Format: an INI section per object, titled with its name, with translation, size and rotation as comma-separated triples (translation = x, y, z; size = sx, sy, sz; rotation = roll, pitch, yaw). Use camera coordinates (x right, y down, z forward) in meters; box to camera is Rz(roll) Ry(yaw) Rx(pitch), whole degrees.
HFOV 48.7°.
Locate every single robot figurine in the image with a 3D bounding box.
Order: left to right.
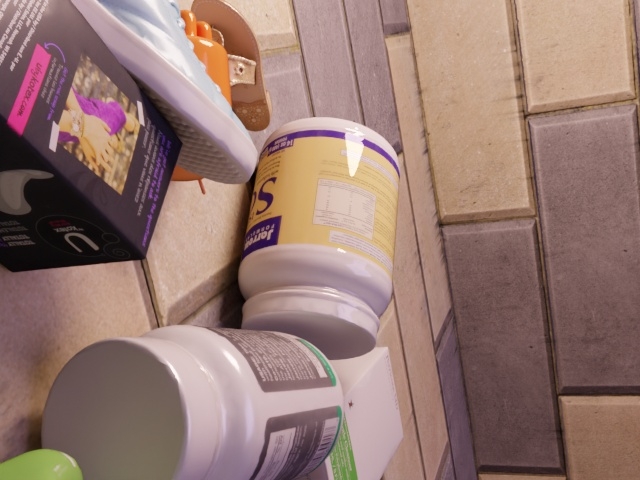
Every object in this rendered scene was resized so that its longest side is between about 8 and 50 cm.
[robot figurine]
translation = -0.173, -0.169, 0.885
size = 0.158, 0.128, 0.219
rotation = 166, -79, -68

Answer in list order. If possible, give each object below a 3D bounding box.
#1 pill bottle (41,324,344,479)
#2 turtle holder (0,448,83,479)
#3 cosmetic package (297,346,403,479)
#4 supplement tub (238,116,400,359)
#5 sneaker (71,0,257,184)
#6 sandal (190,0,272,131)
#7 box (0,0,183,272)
[pill bottle]
translation = -0.125, 0.201, 0.816
size = 0.361, 0.204, 0.204
rotation = 23, 64, -66
[turtle holder]
translation = -0.270, 0.273, 0.463
size = 0.320, 0.243, 0.227
rotation = -126, -137, -61
[cosmetic package]
translation = 0.012, 0.328, 1.195
size = 0.365, 0.155, 0.197
rotation = -29, 110, -65
[supplement tub]
translation = 0.000, 0.000, 1.124
size = 0.241, 0.241, 0.331
rotation = 53, 38, -53
[sneaker]
translation = -0.175, -0.212, 0.702
size = 0.366, 0.135, 0.150
rotation = 44, 65, -30
[sandal]
translation = -0.130, -0.243, 1.062
size = 0.240, 0.088, 0.079
rotation = 68, 21, -46
[box]
translation = -0.264, -0.105, 0.592
size = 0.270, 0.165, 0.143
rotation = 58, 34, -49
